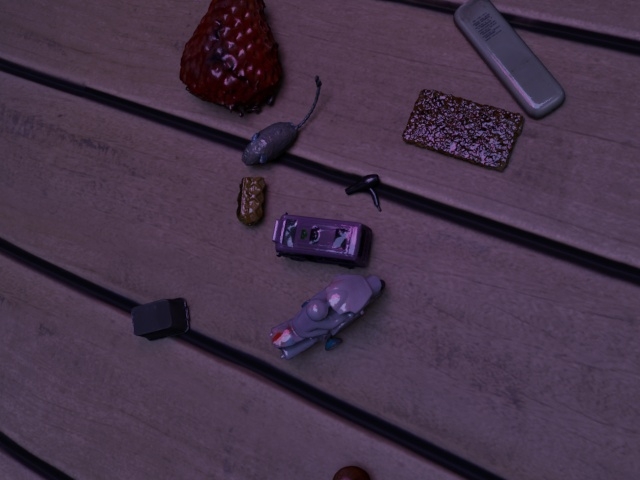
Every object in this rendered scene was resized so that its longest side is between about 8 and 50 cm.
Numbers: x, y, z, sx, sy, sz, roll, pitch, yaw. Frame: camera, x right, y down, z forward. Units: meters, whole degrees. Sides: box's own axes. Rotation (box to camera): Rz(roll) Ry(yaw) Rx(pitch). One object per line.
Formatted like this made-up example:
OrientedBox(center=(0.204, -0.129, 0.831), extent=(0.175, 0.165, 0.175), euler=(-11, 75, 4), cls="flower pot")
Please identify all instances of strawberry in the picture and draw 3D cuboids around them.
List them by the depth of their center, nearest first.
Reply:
OrientedBox(center=(-0.202, -0.429, 1.401), extent=(0.253, 0.150, 0.280), euler=(37, 105, 17), cls="strawberry")

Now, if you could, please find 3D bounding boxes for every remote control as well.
OrientedBox(center=(0.387, -0.386, 1.281), extent=(0.090, 0.038, 0.309), euler=(-35, 72, 8), cls="remote control")

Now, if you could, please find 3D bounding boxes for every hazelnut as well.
OrientedBox(center=(0.059, 0.480, 1.195), extent=(0.086, 0.086, 0.086), euler=(-4, 78, 17), cls="hazelnut")

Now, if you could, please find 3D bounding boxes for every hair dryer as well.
OrientedBox(center=(0.100, -0.095, 1.326), extent=(0.079, 0.031, 0.083), euler=(-26, 80, 23), cls="hair dryer")

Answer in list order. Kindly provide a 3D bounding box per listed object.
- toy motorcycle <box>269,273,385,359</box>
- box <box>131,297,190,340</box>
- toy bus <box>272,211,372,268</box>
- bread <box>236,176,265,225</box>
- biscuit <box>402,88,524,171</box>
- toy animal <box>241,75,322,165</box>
OrientedBox(center=(0.009, 0.143, 1.231), extent=(0.260, 0.171, 0.110), euler=(-32, 70, 7), cls="toy motorcycle")
OrientedBox(center=(-0.365, 0.175, 1.398), extent=(0.122, 0.069, 0.084), euler=(-16, 74, 15), cls="box")
OrientedBox(center=(0.000, 0.000, 1.293), extent=(0.199, 0.108, 0.096), euler=(7, 82, 19), cls="toy bus")
OrientedBox(center=(-0.157, -0.086, 1.388), extent=(0.066, 0.060, 0.110), euler=(0, 82, 31), cls="bread")
OrientedBox(center=(0.294, -0.233, 1.288), extent=(0.231, 0.025, 0.131), euler=(20, 87, 21), cls="biscuit")
OrientedBox(center=(-0.075, -0.253, 1.383), extent=(0.253, 0.079, 0.070), euler=(-42, 92, 8), cls="toy animal")
